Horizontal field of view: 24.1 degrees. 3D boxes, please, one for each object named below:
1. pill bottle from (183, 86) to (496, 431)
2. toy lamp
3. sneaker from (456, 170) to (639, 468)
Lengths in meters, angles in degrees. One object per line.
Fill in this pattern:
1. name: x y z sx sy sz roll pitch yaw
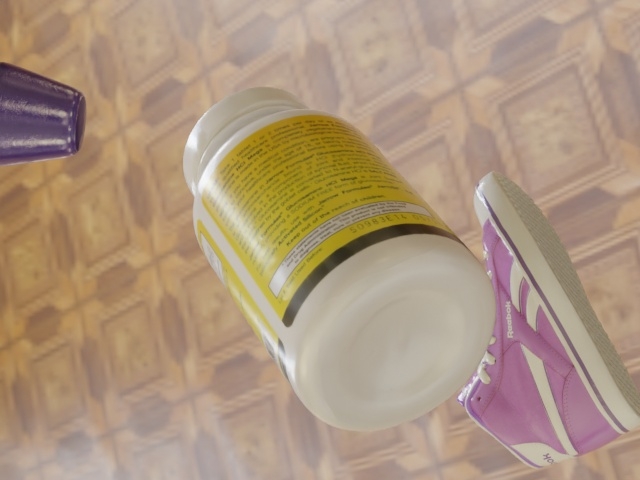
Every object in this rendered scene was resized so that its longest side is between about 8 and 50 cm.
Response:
1. pill bottle: 0.000 0.000 1.336 0.334 0.188 0.188 53 128 47
2. toy lamp: -0.310 -0.102 1.093 0.275 0.080 0.080 8 102 1
3. sneaker: 0.178 0.082 1.442 0.161 0.102 0.282 -31 72 23
